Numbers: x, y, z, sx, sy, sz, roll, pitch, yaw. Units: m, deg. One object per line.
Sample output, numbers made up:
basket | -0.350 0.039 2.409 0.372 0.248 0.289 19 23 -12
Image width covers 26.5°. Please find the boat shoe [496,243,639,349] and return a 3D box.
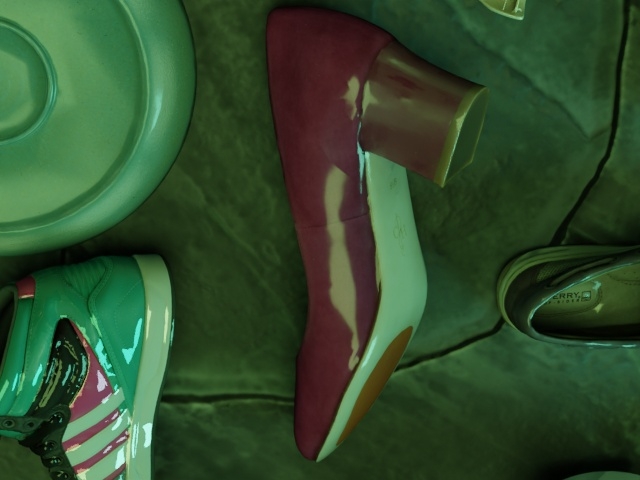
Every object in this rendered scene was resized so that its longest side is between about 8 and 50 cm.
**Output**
boat shoe | 0.292 0.043 1.123 0.285 0.092 0.102 -6 112 0

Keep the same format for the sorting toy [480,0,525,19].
sorting toy | 0.129 -0.221 1.041 0.075 0.045 0.083 14 111 0

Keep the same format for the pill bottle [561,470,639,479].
pill bottle | 0.262 0.375 1.206 0.182 0.181 0.322 -8 112 1

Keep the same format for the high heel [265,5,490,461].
high heel | 0.000 0.000 1.110 0.181 0.127 0.377 27 115 18

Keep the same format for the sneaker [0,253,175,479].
sneaker | -0.225 0.151 1.105 0.179 0.124 0.295 2 105 -23

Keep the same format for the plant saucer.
plant saucer | -0.256 -0.127 1.059 0.318 0.043 0.317 -1 112 -2
